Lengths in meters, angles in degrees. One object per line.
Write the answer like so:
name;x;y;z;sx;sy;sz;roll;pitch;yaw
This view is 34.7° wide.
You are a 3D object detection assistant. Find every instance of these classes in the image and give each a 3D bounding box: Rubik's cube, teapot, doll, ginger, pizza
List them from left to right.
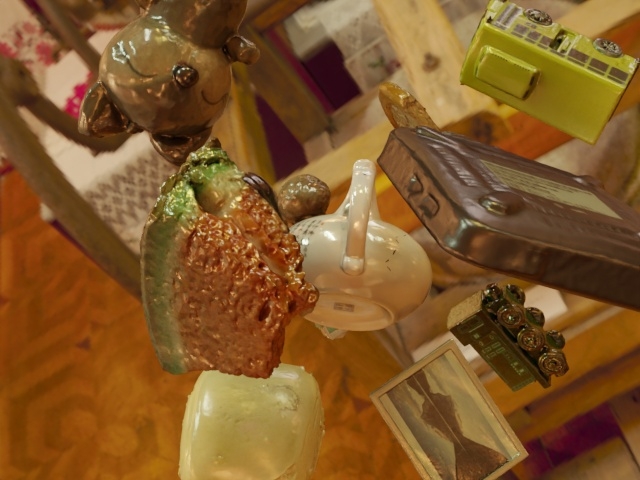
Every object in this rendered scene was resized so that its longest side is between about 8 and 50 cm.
doll;-0.242;-0.323;1.767;0.382;0.252;0.378;-62;6;10
ginger;0.000;0.000;1.521;0.080;0.204;0.104;-23;6;-31
Rubik's cube;0.030;0.163;2.093;0.075;0.084;0.073;-49;16;-11
teapot;0.045;0.021;1.316;0.208;0.299;0.165;19;57;5
pizza;0.178;-0.155;1.674;0.034;0.262;0.181;-43;13;-4

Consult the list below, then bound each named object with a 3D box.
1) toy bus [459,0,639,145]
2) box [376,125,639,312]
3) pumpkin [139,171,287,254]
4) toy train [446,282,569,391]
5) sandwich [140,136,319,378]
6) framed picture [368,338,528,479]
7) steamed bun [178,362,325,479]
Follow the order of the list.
toy bus;0.355;-0.272;1.631;0.262;0.128;0.150;27;41;10
box;0.218;-0.021;1.020;0.289;0.290;0.073;-116;44;-64
pumpkin;-0.190;0.021;1.959;0.296;0.296;0.295;-20;46;22
toy train;0.343;0.178;1.840;0.137;0.225;0.090;-35;16;26
sandwich;-0.113;0.058;1.177;0.212;0.292;0.109;37;42;15
framed picture;0.184;0.264;1.466;0.150;0.203;0.015;-32;0;-9
steamed bun;-0.113;0.318;1.715;0.232;0.166;0.273;9;69;10
